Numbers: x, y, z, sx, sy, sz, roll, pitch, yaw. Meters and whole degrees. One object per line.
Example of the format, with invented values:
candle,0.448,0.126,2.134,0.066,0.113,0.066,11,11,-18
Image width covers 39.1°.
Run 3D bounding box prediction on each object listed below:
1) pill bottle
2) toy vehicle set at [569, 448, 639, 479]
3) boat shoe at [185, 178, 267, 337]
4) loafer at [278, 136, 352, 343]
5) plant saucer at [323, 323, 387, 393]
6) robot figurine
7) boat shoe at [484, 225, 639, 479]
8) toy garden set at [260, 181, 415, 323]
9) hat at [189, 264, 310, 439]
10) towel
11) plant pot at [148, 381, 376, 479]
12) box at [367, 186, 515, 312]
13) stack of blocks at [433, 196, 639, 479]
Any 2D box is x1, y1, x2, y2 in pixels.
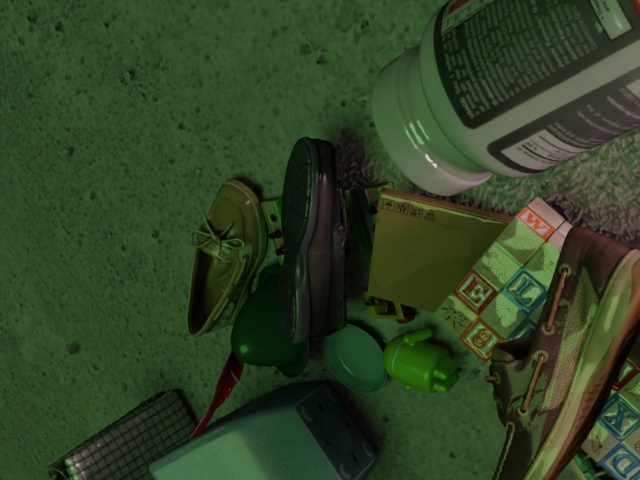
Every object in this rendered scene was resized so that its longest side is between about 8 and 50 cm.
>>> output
pill bottle,0.233,-0.188,0.917,0.363,0.210,0.210,-27,94,44
toy vehicle set,0.339,0.177,1.120,0.166,0.035,0.267,-34,89,35
boat shoe,-0.157,0.037,1.443,0.104,0.089,0.285,29,127,27
loafer,0.000,0.000,1.247,0.109,0.095,0.303,-132,43,-56
plant saucer,0.058,0.178,1.383,0.119,0.021,0.119,19,122,33
robot figurine,0.139,0.175,1.282,0.115,0.067,0.101,18,130,33
boat shoe,0.241,0.146,0.970,0.123,0.123,0.342,30,116,27
toy garden set,0.022,0.030,1.318,0.244,0.049,0.204,-6,108,41
hat,-0.132,0.151,1.370,0.209,0.183,0.173,63,148,29
towel,-0.338,0.442,1.669,0.121,0.283,0.235,-19,98,45
plant pot,-0.062,0.363,1.428,0.252,0.248,0.247,-36,83,22
box,0.165,0.027,1.179,0.201,0.021,0.165,14,123,15
stack of blocks,0.301,0.115,1.043,0.297,0.087,0.171,43,123,11
